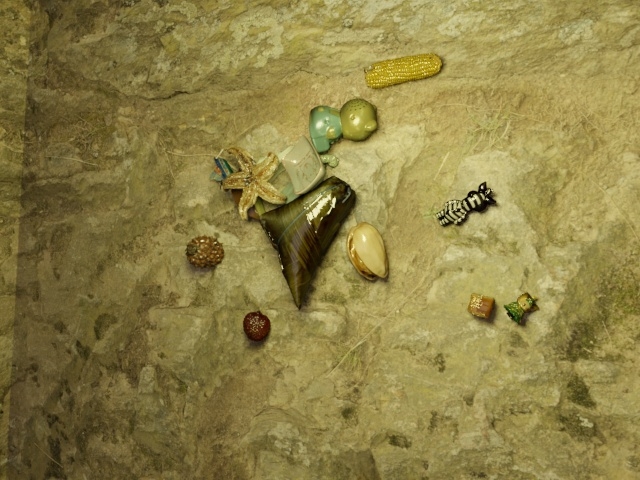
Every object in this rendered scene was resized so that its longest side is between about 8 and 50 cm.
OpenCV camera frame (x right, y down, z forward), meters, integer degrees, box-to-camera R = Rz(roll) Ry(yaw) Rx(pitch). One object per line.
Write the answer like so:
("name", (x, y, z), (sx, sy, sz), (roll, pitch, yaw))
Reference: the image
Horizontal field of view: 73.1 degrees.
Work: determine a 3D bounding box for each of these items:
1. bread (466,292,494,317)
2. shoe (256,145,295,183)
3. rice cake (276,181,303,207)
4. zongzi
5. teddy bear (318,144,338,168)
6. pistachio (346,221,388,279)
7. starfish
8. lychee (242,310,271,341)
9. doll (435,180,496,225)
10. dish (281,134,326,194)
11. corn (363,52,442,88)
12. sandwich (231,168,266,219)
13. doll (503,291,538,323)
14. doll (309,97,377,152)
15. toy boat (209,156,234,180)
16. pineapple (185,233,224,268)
("bread", (0.565, 0.227, 1.522), (0.083, 0.077, 0.070), (13, 98, 24))
("shoe", (-0.212, -0.336, 1.858), (0.265, 0.095, 0.110), (-41, 74, 21))
("rice cake", (-0.118, -0.197, 1.801), (0.226, 0.040, 0.085), (-37, 75, 42))
("zongzi", (0.000, 0.000, 1.669), (0.403, 0.208, 0.432), (-30, 62, 19))
("teddy bear", (-0.037, -0.311, 1.771), (0.213, 0.111, 0.133), (-36, 72, 18))
("pistachio", (0.183, 0.042, 1.662), (0.157, 0.157, 0.229), (-22, 87, 22))
("starfish", (-0.290, -0.237, 1.788), (0.303, 0.113, 0.312), (-2, 88, 17))
("lychee", (-0.274, 0.370, 1.863), (0.123, 0.123, 0.129), (-12, 72, 23))
("doll", (0.520, -0.124, 1.551), (0.219, 0.067, 0.091), (-30, 81, 26))
("dish", (-0.053, -0.281, 1.653), (0.151, 0.077, 0.212), (-43, 51, 25))
("corn", (0.307, -0.645, 1.630), (0.293, 0.106, 0.106), (-5, 88, 21))
("sandwich", (-0.321, -0.185, 1.904), (0.096, 0.094, 0.258), (-26, 78, 16))
("doll", (0.686, 0.226, 1.489), (0.113, 0.077, 0.078), (-40, 100, -11))
("doll", (0.091, -0.458, 1.677), (0.261, 0.161, 0.177), (-6, 43, 12))
("toy boat", (-0.456, -0.307, 1.964), (0.110, 0.091, 0.175), (-31, 72, 3))
("pineapple", (-0.527, 0.049, 1.938), (0.166, 0.193, 0.166), (-2, 85, 22))
